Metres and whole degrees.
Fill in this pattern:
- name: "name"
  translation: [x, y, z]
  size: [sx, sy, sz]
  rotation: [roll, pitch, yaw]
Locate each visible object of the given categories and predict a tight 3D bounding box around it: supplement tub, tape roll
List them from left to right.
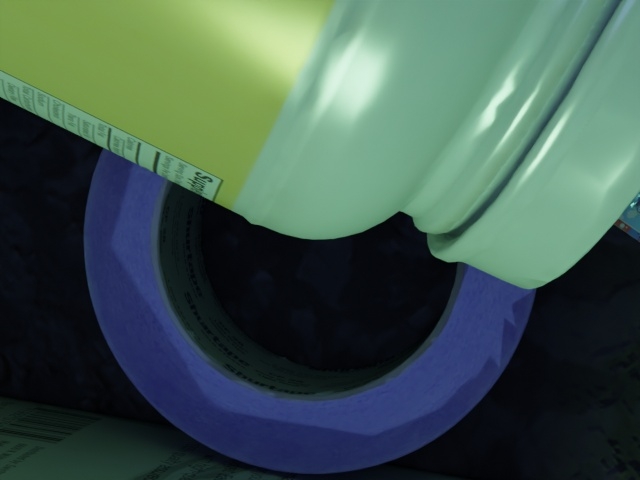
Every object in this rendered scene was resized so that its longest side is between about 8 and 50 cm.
- name: "supplement tub"
  translation: [-0.038, -0.146, 0.443]
  size: [0.331, 0.241, 0.241]
  rotation: [26, 97, -4]
- name: "tape roll"
  translation: [0.000, 0.000, 0.613]
  size: [0.189, 0.080, 0.189]
  rotation: [0, 93, 8]

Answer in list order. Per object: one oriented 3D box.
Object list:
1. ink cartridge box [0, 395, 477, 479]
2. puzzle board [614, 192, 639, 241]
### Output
- name: "ink cartridge box"
  translation: [-0.082, 0.154, 0.560]
  size: [0.307, 0.223, 0.129]
  rotation: [8, 95, 8]
- name: "puzzle board"
  translation: [0.187, -0.028, 0.585]
  size: [0.096, 0.011, 0.128]
  rotation: [35, 128, 6]
